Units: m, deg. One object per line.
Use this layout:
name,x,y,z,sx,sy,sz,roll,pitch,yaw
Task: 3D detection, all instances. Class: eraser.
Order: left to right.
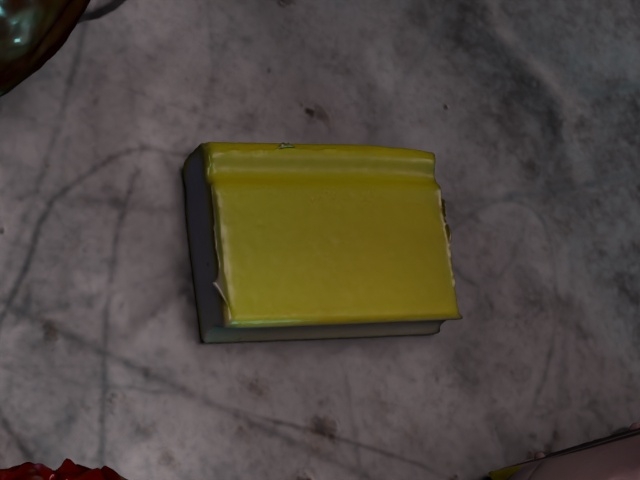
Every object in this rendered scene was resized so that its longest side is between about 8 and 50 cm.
eraser,0.000,0.000,1.284,0.226,0.069,0.158,-1,76,-26

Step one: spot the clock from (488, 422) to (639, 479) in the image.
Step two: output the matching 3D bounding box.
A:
clock,0.308,0.321,1.213,0.368,0.250,0.376,-12,78,-28

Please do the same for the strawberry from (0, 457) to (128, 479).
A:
strawberry,-0.179,0.250,1.080,0.234,0.234,0.178,60,29,4

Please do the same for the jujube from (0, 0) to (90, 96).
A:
jujube,-0.295,-0.273,1.132,0.276,0.276,0.376,-5,71,-26
